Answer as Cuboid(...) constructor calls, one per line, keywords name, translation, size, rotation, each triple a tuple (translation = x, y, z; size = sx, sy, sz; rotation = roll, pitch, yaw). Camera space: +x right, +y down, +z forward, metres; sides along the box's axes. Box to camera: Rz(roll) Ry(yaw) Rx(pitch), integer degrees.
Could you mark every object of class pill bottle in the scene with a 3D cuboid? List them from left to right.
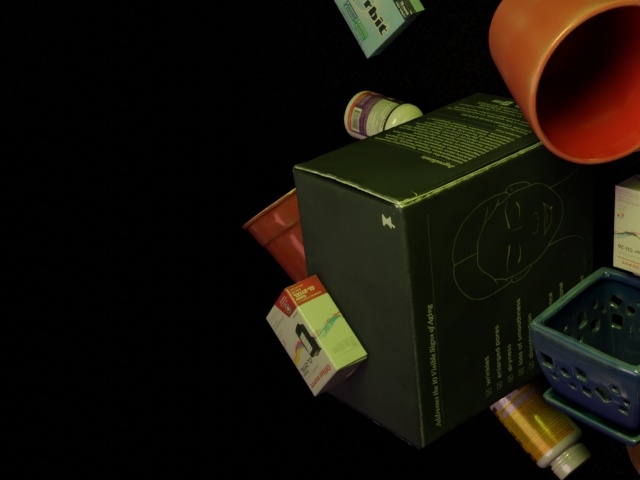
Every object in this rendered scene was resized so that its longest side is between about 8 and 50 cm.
Cuboid(name="pill bottle", translation=(0.151, -0.243, 2.144), size=(0.193, 0.108, 0.108), rotation=(27, 131, 43))
Cuboid(name="pill bottle", translation=(0.462, 0.389, 2.122), size=(0.215, 0.117, 0.117), rotation=(50, 144, 21))

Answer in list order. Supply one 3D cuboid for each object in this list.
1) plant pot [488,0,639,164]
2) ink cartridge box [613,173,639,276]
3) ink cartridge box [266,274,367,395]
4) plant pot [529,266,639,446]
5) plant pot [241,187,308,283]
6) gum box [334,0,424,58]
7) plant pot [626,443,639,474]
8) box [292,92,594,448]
Cuboid(name="plant pot", translation=(0.403, -0.292, 1.611), size=(0.243, 0.275, 0.275), rotation=(-119, 24, -53))
Cuboid(name="ink cartridge box", translation=(0.572, -0.002, 1.755), size=(0.115, 0.067, 0.198), rotation=(22, 129, 45))
Cuboid(name="ink cartridge box", translation=(-0.008, 0.170, 1.811), size=(0.175, 0.072, 0.127), rotation=(57, 147, 17))
Cuboid(name="plant pot", translation=(0.533, 0.215, 1.811), size=(0.236, 0.236, 0.212), rotation=(25, 136, 43))
Cuboid(name="plant pot", translation=(0.000, 0.000, 2.400), size=(0.265, 0.272, 0.272), rotation=(56, 147, -2))
Cuboid(name="gum box", translation=(0.116, -0.488, 2.091), size=(0.157, 0.041, 0.184), rotation=(61, 148, 6))
Cuboid(name="plant pot", translation=(0.671, 0.410, 1.924), size=(0.236, 0.032, 0.236), rotation=(32, 135, 38))
Cuboid(name="box", translation=(0.242, 0.036, 1.870), size=(0.297, 0.471, 0.480), rotation=(22, 128, 46))
